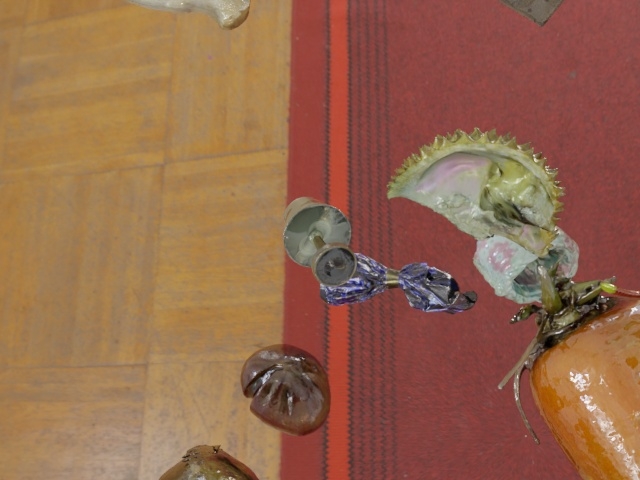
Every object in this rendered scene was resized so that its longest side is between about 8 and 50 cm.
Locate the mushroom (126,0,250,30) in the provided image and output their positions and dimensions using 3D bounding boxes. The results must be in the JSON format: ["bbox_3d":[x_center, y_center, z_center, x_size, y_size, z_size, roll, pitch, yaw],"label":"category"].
[{"bbox_3d":[-0.200,-0.336,0.936,0.202,0.059,0.054,10,102,-2],"label":"mushroom"}]

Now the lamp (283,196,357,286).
[{"bbox_3d":[0.000,0.000,1.128,0.121,0.121,0.214,-40,28,3],"label":"lamp"}]

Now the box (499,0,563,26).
[{"bbox_3d":[0.404,-0.631,1.362,0.297,0.190,0.225,31,56,-5],"label":"box"}]

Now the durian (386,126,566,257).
[{"bbox_3d":[0.276,-0.083,1.071,0.306,0.172,0.166,29,79,-13],"label":"durian"}]

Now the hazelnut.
[{"bbox_3d":[-0.063,0.301,1.367,0.178,0.178,0.204,-37,61,4],"label":"hazelnut"}]

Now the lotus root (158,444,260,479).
[{"bbox_3d":[-0.176,0.420,1.007,0.179,0.397,0.196,31,75,0],"label":"lotus root"}]

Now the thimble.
[{"bbox_3d":[0.455,0.040,1.490,0.211,0.185,0.149,-24,42,-9],"label":"thimble"}]

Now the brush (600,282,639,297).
[{"bbox_3d":[0.248,0.037,0.500,0.083,0.019,0.021,12,92,-12],"label":"brush"}]

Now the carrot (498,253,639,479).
[{"bbox_3d":[0.347,0.178,0.773,0.214,0.193,0.331,-36,71,31],"label":"carrot"}]

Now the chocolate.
[{"bbox_3d":[0.178,0.095,1.491,0.343,0.148,0.126,5,107,14],"label":"chocolate"}]
